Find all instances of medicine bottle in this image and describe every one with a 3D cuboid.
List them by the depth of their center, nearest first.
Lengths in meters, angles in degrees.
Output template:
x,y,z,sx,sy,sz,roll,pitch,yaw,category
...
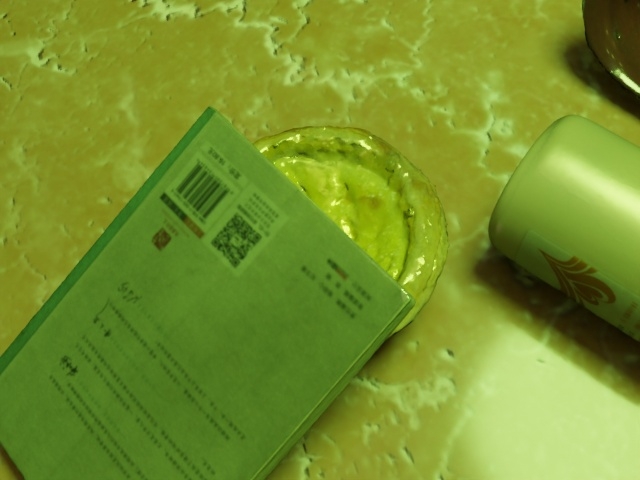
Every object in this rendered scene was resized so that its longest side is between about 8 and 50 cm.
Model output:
x,y,z,sx,sy,sz,roll,pitch,yaw,category
0.244,0.020,0.562,0.252,0.114,0.114,34,73,19,medicine bottle

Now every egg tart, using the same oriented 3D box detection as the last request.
x,y,z,sx,sy,sz,roll,pitch,yaw,category
0.000,0.000,0.619,0.191,0.074,0.191,-3,65,7,egg tart

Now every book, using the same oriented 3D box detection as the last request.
x,y,z,sx,sy,sz,roll,pitch,yaw,category
-0.099,0.076,0.567,0.282,0.025,0.215,-48,67,8,book

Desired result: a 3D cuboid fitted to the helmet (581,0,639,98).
x,y,z,sx,sy,sz,roll,pitch,yaw,category
0.300,-0.180,0.651,0.175,0.155,0.106,7,26,26,helmet
